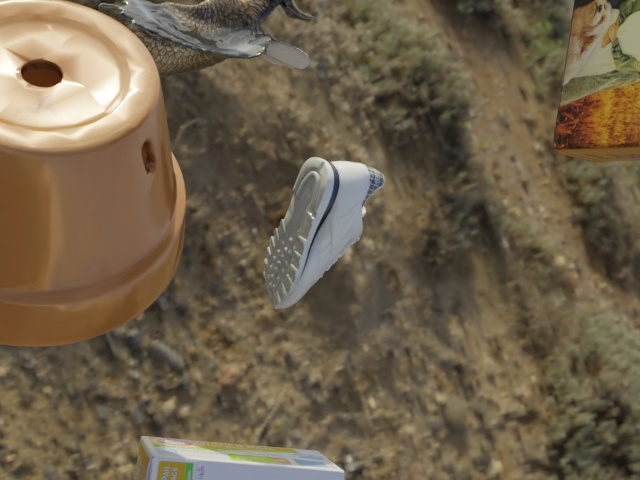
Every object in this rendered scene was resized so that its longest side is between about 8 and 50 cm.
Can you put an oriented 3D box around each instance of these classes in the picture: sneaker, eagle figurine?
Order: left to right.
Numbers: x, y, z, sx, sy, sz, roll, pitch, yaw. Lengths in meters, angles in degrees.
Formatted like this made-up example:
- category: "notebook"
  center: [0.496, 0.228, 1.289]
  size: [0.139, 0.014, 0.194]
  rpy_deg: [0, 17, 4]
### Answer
- category: "eagle figurine"
  center: [-0.168, -0.320, 1.786]
  size: [0.298, 0.226, 0.225]
  rpy_deg: [-36, 61, -25]
- category: "sneaker"
  center: [0.000, 0.000, 1.537]
  size: [0.095, 0.235, 0.090]
  rpy_deg: [1, 45, -31]

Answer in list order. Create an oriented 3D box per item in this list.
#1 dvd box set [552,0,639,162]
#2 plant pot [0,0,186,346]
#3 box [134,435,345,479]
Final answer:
- category: "dvd box set"
  center: [0.319, -0.213, 0.936]
  size: [0.062, 0.420, 0.307]
  rpy_deg: [8, 92, -17]
- category: "plant pot"
  center: [-0.254, -0.080, 1.105]
  size: [0.291, 0.203, 0.290]
  rpy_deg: [9, 47, -9]
- category: "box"
  center: [-0.091, 0.271, 1.280]
  size: [0.203, 0.114, 0.103]
  rpy_deg: [7, 89, -15]
